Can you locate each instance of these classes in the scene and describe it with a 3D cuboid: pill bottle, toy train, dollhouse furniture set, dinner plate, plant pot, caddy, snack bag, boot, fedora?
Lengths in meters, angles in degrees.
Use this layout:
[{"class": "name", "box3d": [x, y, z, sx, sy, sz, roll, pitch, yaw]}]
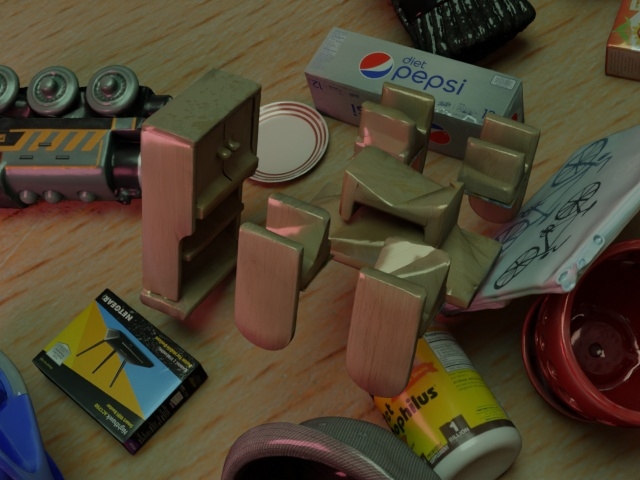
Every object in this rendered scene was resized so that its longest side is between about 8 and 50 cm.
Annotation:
[{"class": "pill bottle", "box3d": [0.122, 0.171, 1.199, 0.117, 0.117, 0.215, -28, 56, -7]}, {"class": "toy train", "box3d": [-0.367, -0.137, 1.503, 0.333, 0.142, 0.190, 2, 70, 11]}, {"class": "dollhouse furniture set", "box3d": [0.000, 0.000, 1.239, 0.394, 0.257, 0.362, 21, 40, 17]}, {"class": "dinner plate", "box3d": [-0.057, -0.136, 1.499, 0.141, 0.017, 0.141, -6, 56, 9]}, {"class": "plant pot", "box3d": [0.319, 0.107, 1.146, 0.191, 0.174, 0.191, 1, 77, -5]}, {"class": "caddy", "box3d": [-0.419, 0.201, 1.222, 0.179, 0.241, 0.341, -41, 59, -10]}, {"class": "snack bag", "box3d": [0.291, -0.035, 1.198, 0.323, 0.342, 0.037, -44, 95, -18]}, {"class": "boot", "box3d": [0.231, -0.413, 1.478, 0.348, 0.131, 0.260, -38, 74, 17]}, {"class": "fedora", "box3d": [0.032, 0.274, 1.116, 0.275, 0.244, 0.124, 4, 27, 34]}]

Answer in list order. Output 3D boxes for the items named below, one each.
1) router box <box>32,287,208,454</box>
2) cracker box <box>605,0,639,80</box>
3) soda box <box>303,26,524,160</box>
[{"class": "router box", "box3d": [-0.248, 0.159, 1.329, 0.179, 0.046, 0.133, 33, 70, 28]}, {"class": "cracker box", "box3d": [0.517, -0.278, 1.440, 0.232, 0.067, 0.156, 15, 63, 21]}, {"class": "soda box", "box3d": [0.126, -0.194, 1.449, 0.286, 0.098, 0.091, 20, 66, 24]}]
